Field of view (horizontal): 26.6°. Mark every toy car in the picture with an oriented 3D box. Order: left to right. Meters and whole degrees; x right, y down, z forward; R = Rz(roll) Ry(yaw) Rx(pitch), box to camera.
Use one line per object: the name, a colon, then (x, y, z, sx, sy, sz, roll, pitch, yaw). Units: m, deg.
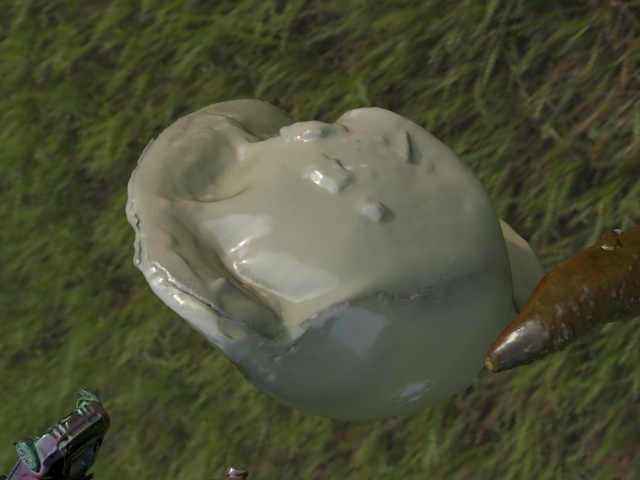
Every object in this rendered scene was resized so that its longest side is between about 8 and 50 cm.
toy car: (-0.197, 0.165, 1.010, 0.055, 0.069, 0.142, 48, 143, 6)

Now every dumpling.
dumpling: (0.000, 0.000, 1.101, 0.315, 0.395, 0.233, 48, 128, 29)

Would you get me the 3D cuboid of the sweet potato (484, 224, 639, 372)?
sweet potato: (0.229, 0.020, 0.989, 0.067, 0.274, 0.067, 46, 154, 30)

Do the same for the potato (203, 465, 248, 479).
potato: (-0.105, 0.351, 0.989, 0.442, 0.385, 0.319, -27, 84, 25)
